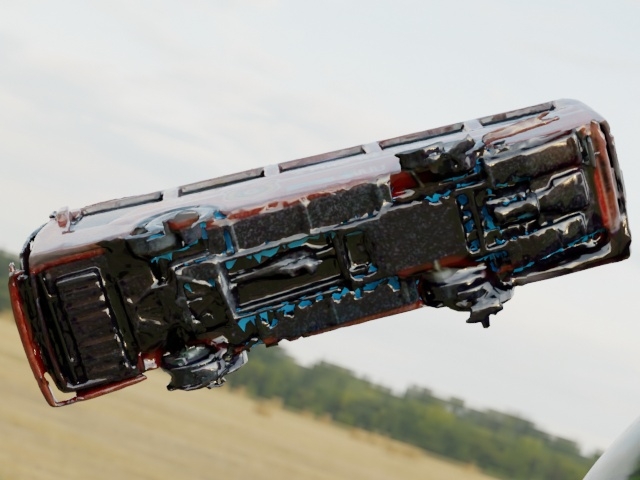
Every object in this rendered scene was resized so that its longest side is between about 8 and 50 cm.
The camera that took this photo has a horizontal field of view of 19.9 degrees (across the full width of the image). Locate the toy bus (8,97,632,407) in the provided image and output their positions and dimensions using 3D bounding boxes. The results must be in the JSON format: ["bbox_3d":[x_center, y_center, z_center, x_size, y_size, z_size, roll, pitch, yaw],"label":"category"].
[{"bbox_3d":[0.000,0.000,0.708,0.234,0.074,0.096,-13,13,1],"label":"toy bus"}]

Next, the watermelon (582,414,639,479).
[{"bbox_3d":[0.193,0.151,0.647,0.242,0.242,0.242,18,-5,2],"label":"watermelon"}]
